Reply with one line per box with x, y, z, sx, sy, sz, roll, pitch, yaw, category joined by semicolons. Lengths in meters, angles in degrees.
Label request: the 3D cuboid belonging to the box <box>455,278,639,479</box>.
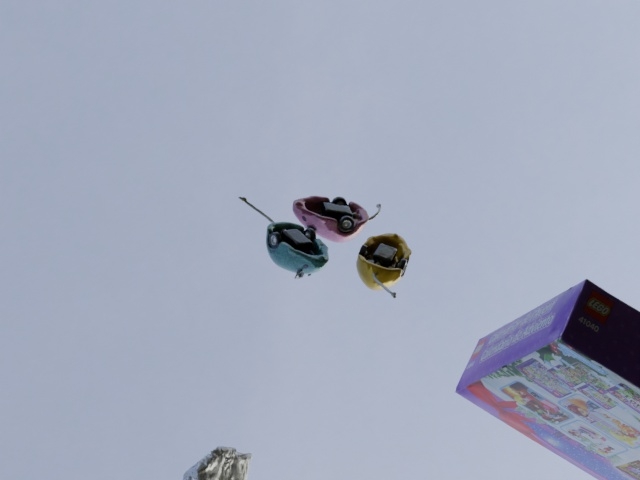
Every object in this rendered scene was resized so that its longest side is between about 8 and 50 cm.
0.269;0.148;1.341;0.293;0.201;0.057;32;-113;-8;box

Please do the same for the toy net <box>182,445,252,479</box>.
-0.068;0.234;1.250;0.122;0.045;0.232;-59;-36;-33;toy net

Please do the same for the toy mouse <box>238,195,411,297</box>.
0.000;0.000;1.377;0.143;0.031;0.161;17;-153;4;toy mouse
